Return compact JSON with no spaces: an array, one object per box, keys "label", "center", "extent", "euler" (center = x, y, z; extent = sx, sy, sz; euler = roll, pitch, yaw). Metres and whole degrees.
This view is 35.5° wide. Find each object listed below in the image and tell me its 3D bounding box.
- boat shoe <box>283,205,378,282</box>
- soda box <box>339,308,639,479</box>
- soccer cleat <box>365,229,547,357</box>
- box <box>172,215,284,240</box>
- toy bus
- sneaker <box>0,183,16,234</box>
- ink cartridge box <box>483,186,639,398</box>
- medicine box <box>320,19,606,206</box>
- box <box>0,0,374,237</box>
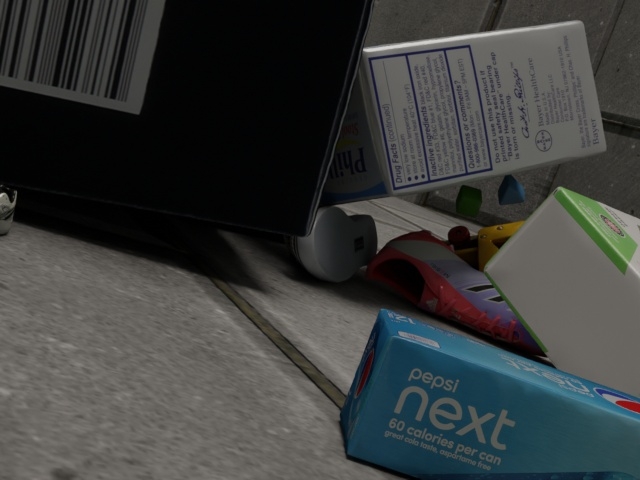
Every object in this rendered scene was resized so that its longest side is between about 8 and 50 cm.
[{"label":"boat shoe","center":[0.000,0.000,1.085],"extent":[0.076,0.080,0.228],"euler":[-2,5,18]},{"label":"soda box","center":[0.121,0.109,0.553],"extent":[0.210,0.071,0.067],"euler":[20,8,-5]},{"label":"soccer cleat","center":[0.162,0.066,1.070],"extent":[0.248,0.083,0.095],"euler":[31,43,33]},{"label":"box","center":[-0.164,-0.077,1.249],"extent":[0.270,0.060,0.216],"euler":[27,9,42]},{"label":"toy bus","center":[0.222,0.042,1.213],"extent":[0.191,0.202,0.104],"euler":[26,36,-12]},{"label":"sneaker","center":[-0.238,-0.023,0.699],"extent":[0.032,0.037,0.083],"euler":[22,8,0]},{"label":"ink cartridge box","center":[0.314,0.077,0.939],"extent":[0.273,0.115,0.198],"euler":[13,33,-45]},{"label":"medicine box","center":[0.113,-0.131,1.109],"extent":[0.289,0.149,0.263],"euler":[-12,3,-27]},{"label":"box","center":[-0.256,-0.235,0.957],"extent":[0.480,0.297,0.472],"euler":[10,14,-20]}]
